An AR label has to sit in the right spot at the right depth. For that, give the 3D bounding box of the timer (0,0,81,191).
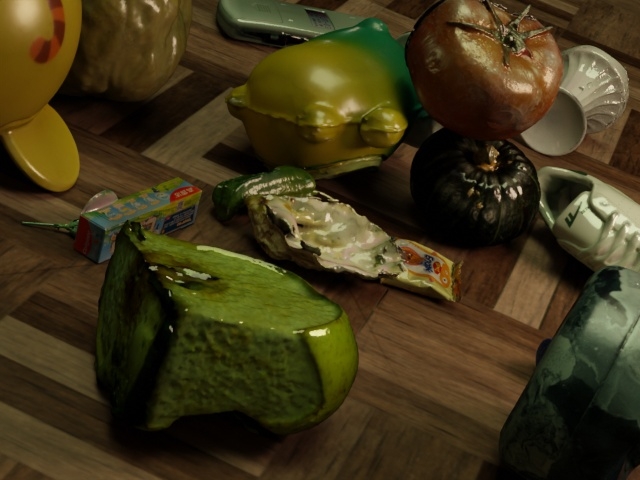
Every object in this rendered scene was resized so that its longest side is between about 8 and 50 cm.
[{"bbox_3d":[-0.458,-0.244,1.674,0.376,0.376,0.386,-7,72,-39],"label":"timer"}]

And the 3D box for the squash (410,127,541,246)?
[{"bbox_3d":[0.223,-0.082,1.961,0.193,0.155,0.193,6,27,-3],"label":"squash"}]

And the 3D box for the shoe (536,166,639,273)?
[{"bbox_3d":[0.421,0.002,1.928,0.160,0.131,0.363,22,19,-34],"label":"shoe"}]

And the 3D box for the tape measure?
[{"bbox_3d":[0.308,0.157,1.478,0.147,0.256,0.275,29,24,10],"label":"tape measure"}]

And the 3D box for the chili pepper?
[{"bbox_3d":[-0.058,-0.067,1.858,0.204,0.073,0.072,-5,22,-39],"label":"chili pepper"}]

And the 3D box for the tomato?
[{"bbox_3d":[0.232,-0.219,1.868,0.214,0.180,0.155,10,46,-24],"label":"tomato"}]

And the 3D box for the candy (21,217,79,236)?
[{"bbox_3d":[-0.322,-0.017,1.659,0.083,0.025,0.023,3,3,-11],"label":"candy"}]

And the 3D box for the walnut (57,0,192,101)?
[{"bbox_3d":[-0.314,-0.333,1.936,0.253,0.276,0.282,1,17,4],"label":"walnut"}]

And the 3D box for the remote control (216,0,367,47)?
[{"bbox_3d":[-0.039,-0.378,2.430,0.296,0.056,0.140,7,29,-19],"label":"remote control"}]

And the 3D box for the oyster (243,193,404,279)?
[{"bbox_3d":[0.005,0.006,1.761,0.209,0.072,0.133,13,41,-17],"label":"oyster"}]

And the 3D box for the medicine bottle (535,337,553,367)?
[{"bbox_3d":[0.384,0.156,1.735,0.231,0.059,0.059,4,31,-27],"label":"medicine bottle"}]

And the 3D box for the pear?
[{"bbox_3d":[-0.097,0.104,1.439,0.255,0.164,0.238,10,19,-27],"label":"pear"}]

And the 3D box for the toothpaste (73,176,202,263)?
[{"bbox_3d":[-0.222,-0.036,1.694,0.044,0.070,0.193,29,30,22],"label":"toothpaste"}]

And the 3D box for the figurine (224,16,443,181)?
[{"bbox_3d":[0.033,-0.206,1.988,0.324,0.231,0.340,19,23,34],"label":"figurine"}]

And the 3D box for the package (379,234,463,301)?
[{"bbox_3d":[0.132,0.038,1.820,0.121,0.031,0.108,18,30,-3],"label":"package"}]

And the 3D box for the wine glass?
[{"bbox_3d":[0.437,-0.238,2.373,0.165,0.165,0.196,27,34,15],"label":"wine glass"}]
